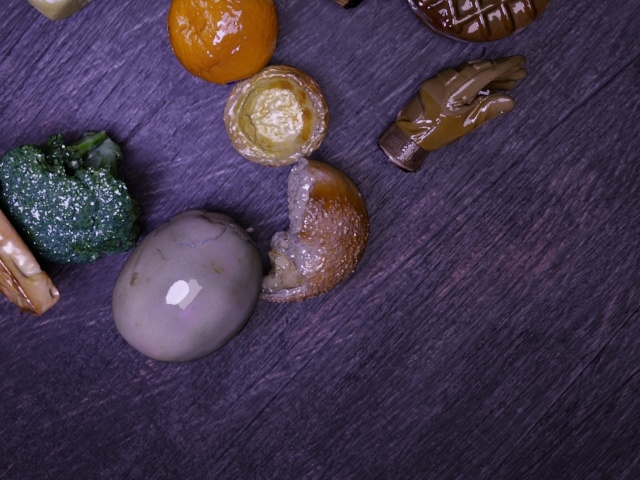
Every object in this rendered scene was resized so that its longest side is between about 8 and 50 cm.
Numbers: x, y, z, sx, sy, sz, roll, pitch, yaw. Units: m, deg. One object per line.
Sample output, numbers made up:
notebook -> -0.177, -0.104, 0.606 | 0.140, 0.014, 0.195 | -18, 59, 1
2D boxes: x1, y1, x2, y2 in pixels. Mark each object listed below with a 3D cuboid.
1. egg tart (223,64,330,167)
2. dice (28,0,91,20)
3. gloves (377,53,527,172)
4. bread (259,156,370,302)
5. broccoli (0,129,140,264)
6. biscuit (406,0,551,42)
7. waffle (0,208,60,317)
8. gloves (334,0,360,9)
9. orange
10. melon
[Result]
egg tart -> -0.086, -0.250, 1.662 | 0.213, 0.090, 0.212 | 0, 102, -1
dice -> -0.486, -0.523, 1.538 | 0.169, 0.169, 0.166 | -37, 102, 6
gloves -> 0.262, -0.271, 1.645 | 0.331, 0.154, 0.141 | -39, 104, 13
bread -> 0.003, 0.004, 1.681 | 0.192, 0.171, 0.314 | 13, 113, -23
broccoli -> -0.474, -0.088, 1.603 | 0.308, 0.308, 0.275 | 35, 63, -10
biscuit -> 0.309, -0.547, 1.606 | 0.332, 0.103, 0.332 | -1, 102, -3
waffle -> -0.625, 0.013, 1.588 | 0.077, 0.348, 0.304 | -39, 104, -22
gloves -> -0.019, -0.592, 1.552 | 0.203, 0.155, 0.356 | -43, 117, 14
orange -> -0.182, -0.406, 1.565 | 0.219, 0.193, 0.219 | 23, 132, 29
melon -> -0.254, 0.090, 1.643 | 0.268, 0.268, 0.330 | 40, 91, -11
